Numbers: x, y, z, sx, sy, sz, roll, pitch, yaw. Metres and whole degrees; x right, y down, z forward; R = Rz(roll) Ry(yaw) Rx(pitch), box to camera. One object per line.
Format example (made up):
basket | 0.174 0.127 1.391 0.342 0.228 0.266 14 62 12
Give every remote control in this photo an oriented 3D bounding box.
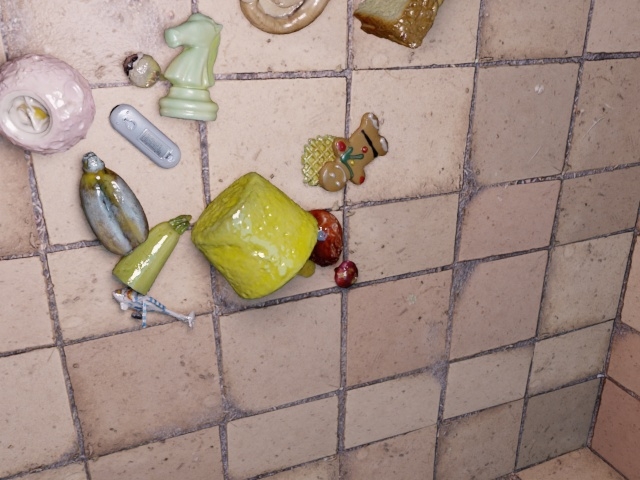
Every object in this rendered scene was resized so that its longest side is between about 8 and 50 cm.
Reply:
remote control | -0.514 -0.304 1.828 0.087 0.047 0.244 -46 121 3

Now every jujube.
jujube | 0.000 0.000 2.143 0.168 0.168 0.236 -31 140 -10

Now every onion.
onion | 0.092 0.123 2.270 0.107 0.097 0.107 -41 138 -49

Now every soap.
soap | -0.074 0.080 2.205 0.168 0.033 0.089 21 104 -32

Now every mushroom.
mushroom | -0.088 -0.684 1.812 0.285 0.156 0.151 -18 130 -4

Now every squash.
squash | -0.520 0.019 1.943 0.137 0.137 0.287 40 78 -32

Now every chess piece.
chess piece | -0.366 -0.492 1.758 0.175 0.176 0.298 2 102 -26

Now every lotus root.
lotus root | -0.619 -0.110 1.811 0.158 0.140 0.322 -34 117 -28

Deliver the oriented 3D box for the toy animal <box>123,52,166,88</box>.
toy animal | -0.496 -0.481 1.750 0.098 0.137 0.098 3 101 16

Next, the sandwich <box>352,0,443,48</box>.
sandwich | 0.278 -0.757 1.875 0.131 0.262 0.325 29 98 -37

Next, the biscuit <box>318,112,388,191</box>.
biscuit | 0.114 -0.279 2.101 0.301 0.049 0.197 -43 124 -14

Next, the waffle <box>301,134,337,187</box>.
waffle | 0.011 -0.267 2.092 0.169 0.036 0.183 -1 110 -28

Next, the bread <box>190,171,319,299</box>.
bread | -0.214 -0.015 1.929 0.308 0.348 0.348 40 91 -27

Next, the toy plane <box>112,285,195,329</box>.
toy plane | -0.546 0.207 2.025 0.273 0.107 0.182 11 63 -47

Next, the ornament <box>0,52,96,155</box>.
ornament | -0.714 -0.354 1.603 0.259 0.225 0.259 -1 119 -2
